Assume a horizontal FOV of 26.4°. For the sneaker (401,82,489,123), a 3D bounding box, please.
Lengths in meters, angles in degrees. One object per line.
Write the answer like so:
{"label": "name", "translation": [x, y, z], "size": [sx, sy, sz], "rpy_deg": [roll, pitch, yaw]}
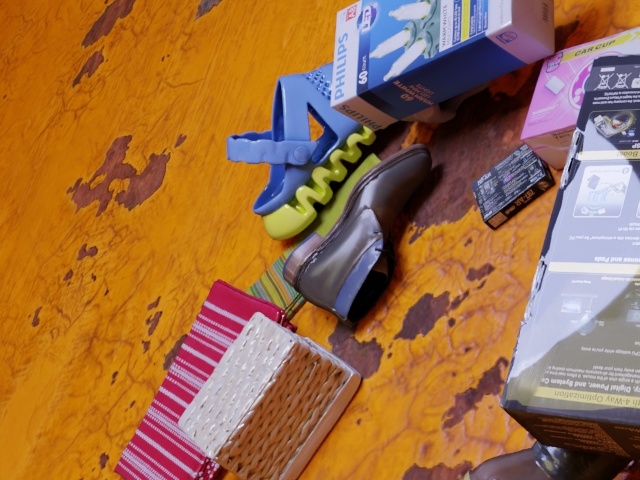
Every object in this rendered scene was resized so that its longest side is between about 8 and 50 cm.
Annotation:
{"label": "sneaker", "translation": [0.175, -0.228, 1.575], "size": [0.115, 0.090, 0.232], "rpy_deg": [32, 95, 52]}

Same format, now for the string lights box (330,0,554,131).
{"label": "string lights box", "translation": [0.131, -0.228, 1.489], "size": [0.260, 0.077, 0.133], "rpy_deg": [-21, 56, 42]}

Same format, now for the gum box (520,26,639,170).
{"label": "gum box", "translation": [0.290, -0.143, 1.344], "size": [0.188, 0.062, 0.107], "rpy_deg": [-13, 49, 47]}

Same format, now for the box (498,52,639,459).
{"label": "box", "translation": [0.353, 0.010, 0.972], "size": [0.395, 0.097, 0.318], "rpy_deg": [2, 62, 36]}

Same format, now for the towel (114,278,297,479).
{"label": "towel", "translation": [-0.141, 0.183, 1.596], "size": [0.199, 0.031, 0.275], "rpy_deg": [23, 84, 59]}

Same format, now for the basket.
{"label": "basket", "translation": [-0.058, 0.172, 1.449], "size": [0.167, 0.103, 0.113], "rpy_deg": [-54, 32, -4]}

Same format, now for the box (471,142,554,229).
{"label": "box", "translation": [0.200, -0.059, 1.422], "size": [0.083, 0.018, 0.067], "rpy_deg": [-39, 34, 21]}

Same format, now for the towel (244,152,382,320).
{"label": "towel", "translation": [0.000, 0.000, 1.624], "size": [0.237, 0.021, 0.102], "rpy_deg": [-48, 32, 7]}

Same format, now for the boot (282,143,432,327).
{"label": "boot", "translation": [0.067, -0.003, 1.513], "size": [0.219, 0.082, 0.106], "rpy_deg": [-47, 53, 2]}

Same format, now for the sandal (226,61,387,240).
{"label": "sandal", "translation": [0.001, -0.158, 1.659], "size": [0.317, 0.138, 0.126], "rpy_deg": [-53, 17, -6]}

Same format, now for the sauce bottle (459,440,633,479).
{"label": "sauce bottle", "translation": [0.132, 0.255, 1.115], "size": [0.344, 0.111, 0.111], "rpy_deg": [-47, 32, 8]}
